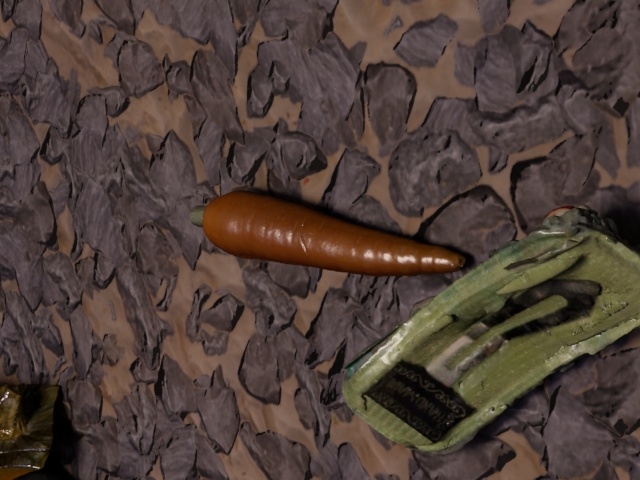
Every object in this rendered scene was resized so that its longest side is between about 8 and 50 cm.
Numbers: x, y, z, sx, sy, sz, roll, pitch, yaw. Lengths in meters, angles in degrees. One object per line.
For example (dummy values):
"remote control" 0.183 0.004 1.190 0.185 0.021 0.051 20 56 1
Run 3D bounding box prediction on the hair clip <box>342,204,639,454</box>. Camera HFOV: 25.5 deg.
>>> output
"hair clip" 0.150 0.065 1.173 0.321 0.138 0.091 -40 25 43

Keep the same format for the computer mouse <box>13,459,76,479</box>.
"computer mouse" -0.315 0.345 1.711 0.217 0.073 0.122 17 107 46

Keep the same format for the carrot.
"carrot" 0.000 0.000 1.342 0.336 0.069 0.069 12 106 37

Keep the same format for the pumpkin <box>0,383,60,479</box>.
"pumpkin" -0.430 0.241 1.748 0.126 0.131 0.248 37 133 -21
